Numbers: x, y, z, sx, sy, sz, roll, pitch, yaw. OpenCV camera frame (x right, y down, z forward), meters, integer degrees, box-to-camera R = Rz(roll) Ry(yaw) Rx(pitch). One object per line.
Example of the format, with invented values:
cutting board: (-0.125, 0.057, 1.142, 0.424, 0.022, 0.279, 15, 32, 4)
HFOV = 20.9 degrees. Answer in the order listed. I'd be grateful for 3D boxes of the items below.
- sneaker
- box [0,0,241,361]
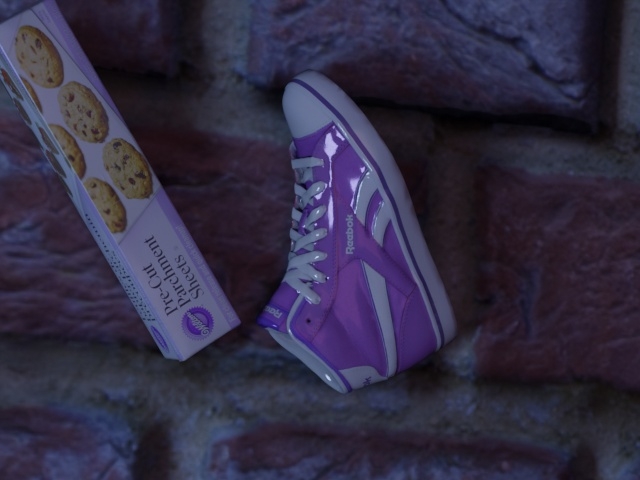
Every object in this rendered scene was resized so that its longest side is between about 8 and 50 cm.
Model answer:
sneaker: (0.000, 0.000, 1.527, 0.161, 0.102, 0.282, -27, 97, -18)
box: (-0.179, -0.050, 1.475, 0.067, 0.063, 0.324, -32, 99, -19)
